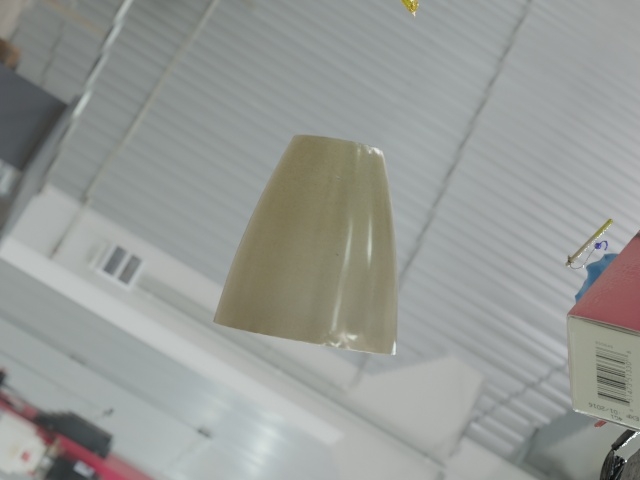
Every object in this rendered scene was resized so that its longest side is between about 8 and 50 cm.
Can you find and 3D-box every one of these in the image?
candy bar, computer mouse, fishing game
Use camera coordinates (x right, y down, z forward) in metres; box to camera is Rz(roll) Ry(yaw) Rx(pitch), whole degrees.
[{"bbox_3d":[0.110,-0.424,2.214,0.018,0.161,0.040,-23,-149,34],"label":"candy bar"},{"bbox_3d":[0.450,0.302,1.888,0.184,0.060,0.262,-65,-179,-45],"label":"computer mouse"},{"bbox_3d":[0.378,0.109,1.872,0.189,0.041,0.264,126,-36,-61],"label":"fishing game"}]

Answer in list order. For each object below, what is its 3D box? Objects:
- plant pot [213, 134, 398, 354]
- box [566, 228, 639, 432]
[{"bbox_3d":[0.000,0.000,1.911,0.256,0.256,0.274,178,-79,-82],"label":"plant pot"},{"bbox_3d":[0.400,0.098,1.642,0.232,0.126,0.149,-41,133,-41],"label":"box"}]
